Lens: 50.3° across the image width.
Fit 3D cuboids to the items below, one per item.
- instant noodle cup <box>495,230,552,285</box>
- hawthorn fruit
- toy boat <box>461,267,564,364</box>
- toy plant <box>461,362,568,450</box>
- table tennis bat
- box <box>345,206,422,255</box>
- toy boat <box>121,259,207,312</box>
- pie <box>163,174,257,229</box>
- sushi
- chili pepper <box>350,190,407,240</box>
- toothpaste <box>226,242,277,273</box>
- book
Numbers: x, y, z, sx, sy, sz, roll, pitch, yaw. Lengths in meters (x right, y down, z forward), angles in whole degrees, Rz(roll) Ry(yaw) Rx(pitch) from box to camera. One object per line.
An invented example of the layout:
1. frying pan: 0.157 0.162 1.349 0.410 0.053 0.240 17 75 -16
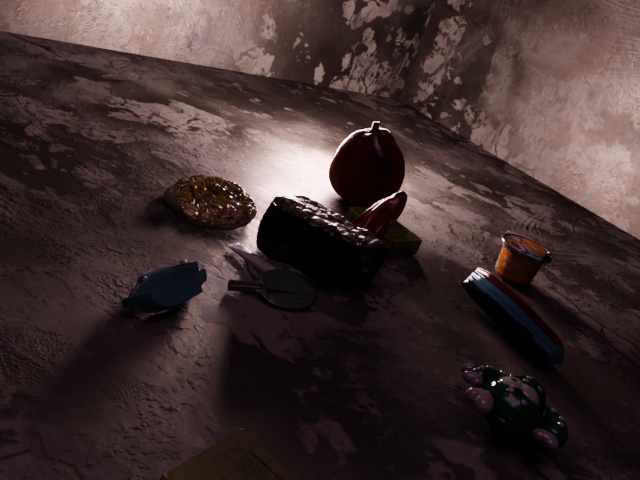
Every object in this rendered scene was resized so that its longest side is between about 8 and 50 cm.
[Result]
1. instant noodle cup: 0.657 0.071 2.252 0.177 0.126 0.208 16 24 -9
2. hawthorn fruit: 0.174 -0.269 2.374 0.265 0.307 0.265 11 26 -5
3. toy boat: 0.525 0.200 1.894 0.079 0.136 0.392 -24 40 -15
4. toy plant: 0.413 0.351 1.462 0.232 0.113 0.243 22 18 0
5. table tennis bat: -0.114 0.115 1.633 0.220 0.019 0.130 6 40 -21
6. box: 0.200 -0.030 2.180 0.141 0.064 0.220 -1 32 -41
7. toy boat: -0.339 0.101 1.452 0.102 0.088 0.215 -7 10 30
8. pie: -0.312 -0.111 1.948 0.274 0.055 0.274 15 29 -8
9. sushi: 0.000 0.000 1.814 0.350 0.171 0.211 27 22 13
10. chili pepper: 0.153 -0.046 1.955 0.144 0.253 0.136 5 45 -48
11. toothpaste: -0.164 0.054 1.741 0.190 0.031 0.048 33 27 31
12. book: -0.128 0.383 1.070 0.168 0.013 0.192 33 26 26
